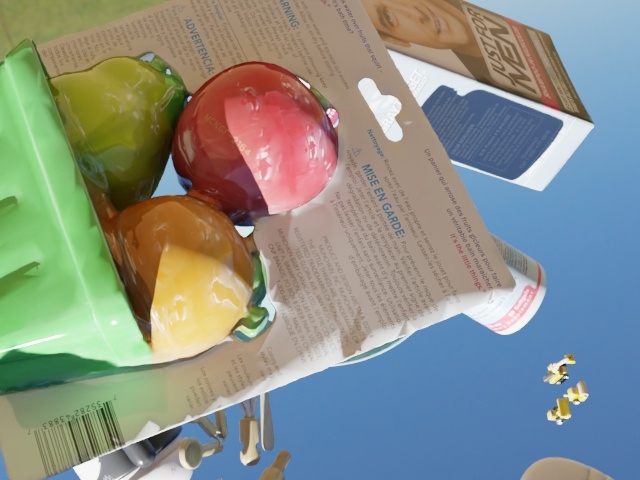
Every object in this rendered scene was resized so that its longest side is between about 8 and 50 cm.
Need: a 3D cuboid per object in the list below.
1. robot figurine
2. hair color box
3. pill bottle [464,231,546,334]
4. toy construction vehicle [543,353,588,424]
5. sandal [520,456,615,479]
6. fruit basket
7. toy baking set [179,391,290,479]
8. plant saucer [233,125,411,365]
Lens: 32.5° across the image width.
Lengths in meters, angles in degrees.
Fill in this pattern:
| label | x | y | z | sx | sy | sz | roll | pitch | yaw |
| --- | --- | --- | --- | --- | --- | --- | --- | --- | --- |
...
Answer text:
| label | x | y | z | sx | sy | sz | roll | pitch | yaw |
| --- | --- | --- | --- | --- | --- | --- | --- | --- | --- |
| robot figurine | -0.317 | 0.294 | 1.691 | 0.174 | 0.278 | 0.209 | -34 | -179 | 17 |
| hair color box | 0.107 | -0.200 | 1.239 | 0.113 | 0.374 | 0.185 | -57 | -150 | 35 |
| pill bottle | 0.147 | 0.025 | 1.130 | 0.087 | 0.160 | 0.087 | -51 | -160 | 26 |
| toy construction vehicle | 0.378 | 0.233 | 1.723 | 0.035 | 0.086 | 0.098 | 5 | 149 | -17 |
| sandal | 0.409 | 0.455 | 1.404 | 0.169 | 0.416 | 0.102 | -34 | 154 | -33 |
| fruit basket | -0.091 | -0.032 | 0.781 | 0.353 | 0.327 | 0.165 | -19 | 155 | -14 |
| toy baking set | -0.092 | 0.243 | 1.351 | 0.030 | 0.196 | 0.256 | -6 | -155 | 29 |
| plant saucer | 0.000 | 0.000 | 1.300 | 0.318 | 0.317 | 0.043 | -19 | -160 | 9 |
